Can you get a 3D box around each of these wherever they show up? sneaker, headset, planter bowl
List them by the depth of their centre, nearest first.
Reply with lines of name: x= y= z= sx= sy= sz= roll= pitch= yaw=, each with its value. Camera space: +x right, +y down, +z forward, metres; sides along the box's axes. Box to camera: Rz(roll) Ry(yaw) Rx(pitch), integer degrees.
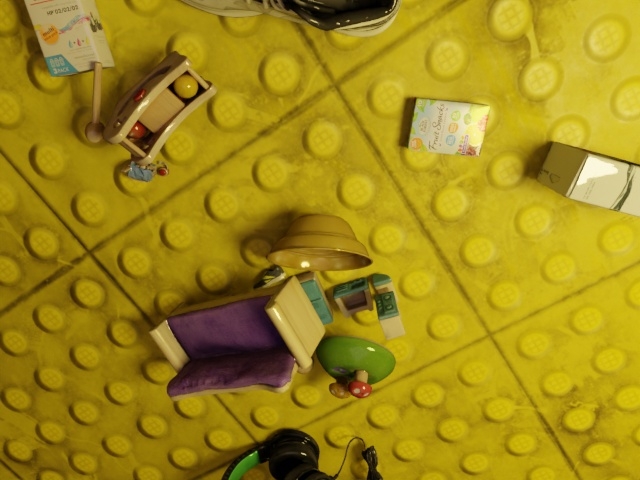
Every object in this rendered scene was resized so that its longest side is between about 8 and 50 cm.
sneaker: x=-0.083 y=-0.434 z=0.740 sx=0.449 sy=0.257 sz=0.168 roll=11 pitch=111 yaw=-1
planter bowl: x=0.000 y=0.000 z=0.968 sx=0.218 sy=0.217 sz=0.090 roll=2 pitch=75 yaw=2
sneaker: x=-0.118 y=0.083 z=1.067 sx=0.083 sy=0.031 sz=0.035 roll=-27 pitch=94 yaw=8
headset: x=-0.043 y=0.597 z=1.158 sx=0.395 sy=0.243 sz=0.185 roll=-15 pitch=112 yaw=-13

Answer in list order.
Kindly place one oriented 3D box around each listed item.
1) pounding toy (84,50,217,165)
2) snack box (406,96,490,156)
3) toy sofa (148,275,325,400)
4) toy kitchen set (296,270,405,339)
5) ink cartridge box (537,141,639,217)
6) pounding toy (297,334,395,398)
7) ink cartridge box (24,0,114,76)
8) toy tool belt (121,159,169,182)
pounding toy: x=-0.338 y=-0.248 z=0.856 sx=0.270 sy=0.154 sz=0.155 roll=-34 pitch=133 yaw=14
snack box: x=0.247 y=-0.220 z=0.921 sx=0.141 sy=0.037 sz=0.100 roll=7 pitch=110 yaw=1
toy sofa: x=-0.191 y=0.207 z=0.979 sx=0.363 sy=0.177 sz=0.150 roll=-15 pitch=111 yaw=32
toy kitchen set: x=0.055 y=0.136 z=0.996 sx=0.207 sy=0.166 sz=0.122 roll=-19 pitch=114 yaw=10
ink cartridge box: x=0.544 y=-0.111 z=0.886 sx=0.209 sy=0.153 sz=0.086 roll=14 pitch=110 yaw=-3
pounding toy: x=0.044 y=0.295 z=1.054 sx=0.237 sy=0.110 sz=0.182 roll=10 pitch=144 yaw=6
ink cartridge box: x=-0.470 y=-0.407 z=0.877 sx=0.105 sy=0.061 sz=0.181 roll=-9 pitch=110 yaw=6
toy tool belt: x=-0.362 y=-0.142 z=0.978 sx=0.084 sy=0.051 sz=0.052 roll=9 pitch=111 yaw=-1
